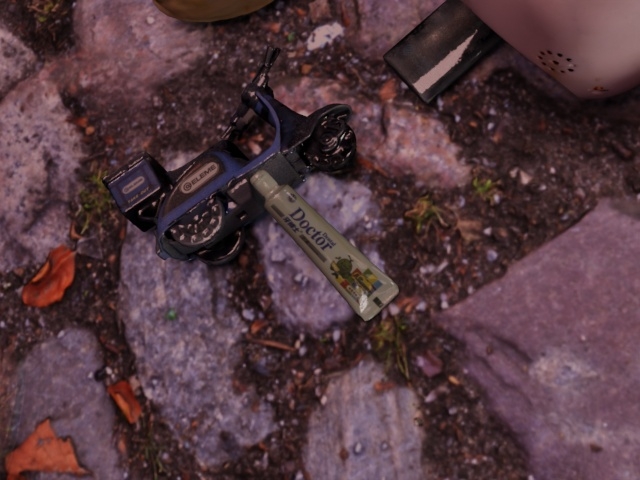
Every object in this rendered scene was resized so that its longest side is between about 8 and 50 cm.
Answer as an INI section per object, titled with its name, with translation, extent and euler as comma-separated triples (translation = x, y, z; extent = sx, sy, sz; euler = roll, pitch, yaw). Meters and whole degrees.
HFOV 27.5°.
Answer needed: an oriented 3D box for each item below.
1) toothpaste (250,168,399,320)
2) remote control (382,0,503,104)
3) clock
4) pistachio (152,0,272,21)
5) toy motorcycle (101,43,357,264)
[toothpaste]
translation = 0.000, 0.000, 1.786
extent = 0.067, 0.037, 0.255
euler = -44, 93, -5
[remote control]
translation = 0.262, -0.352, 1.869
extent = 0.377, 0.044, 0.107
euler = -41, 68, 2
[clock]
translation = 0.321, -0.339, 1.647
extent = 0.368, 0.376, 0.250
euler = 41, 95, 9
[pistachio]
translation = -0.149, -0.412, 1.985
extent = 0.229, 0.157, 0.157
euler = -19, 66, 25
[toy motorcycle]
translation = -0.121, -0.114, 1.873
extent = 0.358, 0.125, 0.213
euler = -34, 62, 3
